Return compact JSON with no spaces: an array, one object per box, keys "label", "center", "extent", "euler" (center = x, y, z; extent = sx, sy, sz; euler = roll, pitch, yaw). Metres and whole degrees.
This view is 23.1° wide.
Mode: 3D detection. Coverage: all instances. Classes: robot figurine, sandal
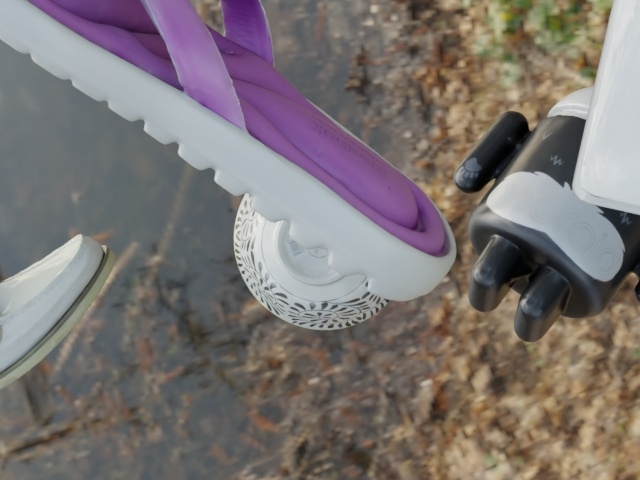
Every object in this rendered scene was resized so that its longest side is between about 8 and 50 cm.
[{"label":"robot figurine","center":[0.264,-0.030,1.627],"extent":[0.209,0.278,0.173],"euler":[45,162,-23]},{"label":"sandal","center":[-0.068,-0.123,0.893],"extent":[0.102,0.416,0.169],"euler":[-46,24,18]}]

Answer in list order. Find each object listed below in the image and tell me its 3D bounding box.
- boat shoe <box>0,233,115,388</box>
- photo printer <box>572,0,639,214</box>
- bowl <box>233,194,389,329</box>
[{"label":"boat shoe","center":[-0.338,0.090,1.538],"extent":[0.302,0.113,0.103],"euler":[-41,109,5]},{"label":"photo printer","center":[0.271,-0.140,0.726],"extent":[0.256,0.107,0.308],"euler":[16,99,24]},{"label":"bowl","center":[0.000,0.000,1.425],"extent":[0.170,0.080,0.170],"euler":[0,92,4]}]
